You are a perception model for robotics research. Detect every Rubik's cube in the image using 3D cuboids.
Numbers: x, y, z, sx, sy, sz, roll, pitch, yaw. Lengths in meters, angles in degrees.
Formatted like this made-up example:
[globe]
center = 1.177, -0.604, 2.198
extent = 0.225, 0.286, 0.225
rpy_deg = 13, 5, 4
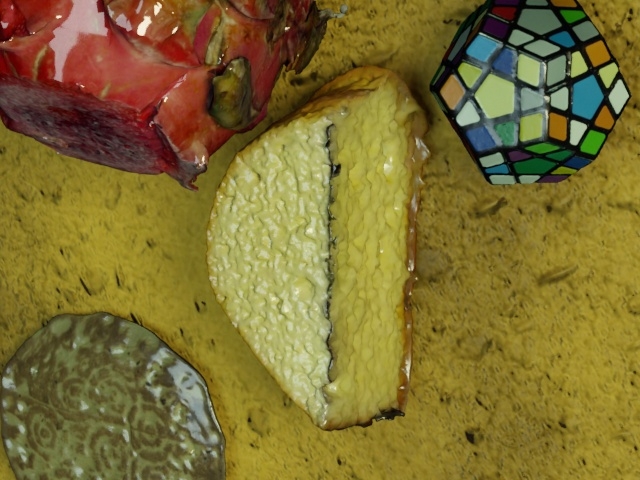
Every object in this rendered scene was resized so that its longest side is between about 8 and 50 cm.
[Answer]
[Rubik's cube]
center = 0.136, -0.100, 1.042
extent = 0.112, 0.133, 0.133
rpy_deg = 19, 114, 55

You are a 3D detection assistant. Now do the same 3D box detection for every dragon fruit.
[dragon fruit]
center = -0.118, -0.202, 1.083
extent = 0.269, 0.250, 0.291
rpy_deg = 16, 77, 10

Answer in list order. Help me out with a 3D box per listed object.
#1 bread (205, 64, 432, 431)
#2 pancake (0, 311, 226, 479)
[bread]
center = -0.007, 0.004, 1.141
extent = 0.134, 0.129, 0.260
rpy_deg = 7, 104, 35
[pancake]
center = -0.172, 0.164, 1.326
extent = 0.235, 0.029, 0.212
rpy_deg = 40, 117, 15
